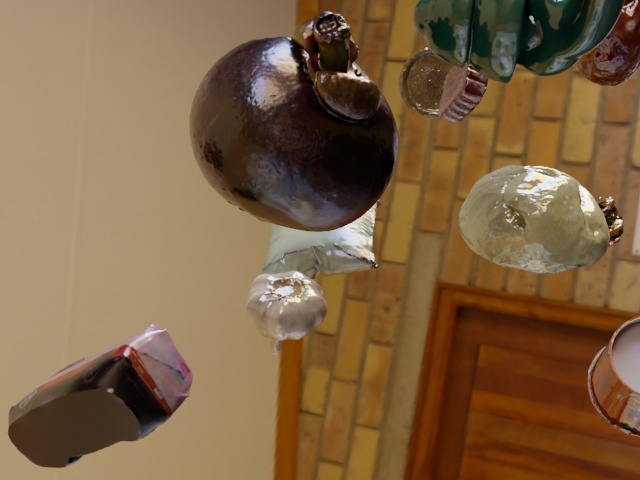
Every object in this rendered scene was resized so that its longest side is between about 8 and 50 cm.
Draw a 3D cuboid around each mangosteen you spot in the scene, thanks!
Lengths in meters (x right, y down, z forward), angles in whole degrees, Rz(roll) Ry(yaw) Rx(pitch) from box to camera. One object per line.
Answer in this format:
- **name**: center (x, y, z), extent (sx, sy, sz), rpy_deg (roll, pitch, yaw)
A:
- **mangosteen**: center (-0.031, -0.162, 1.226), extent (0.297, 0.297, 0.293), rpy_deg (4, -74, -65)

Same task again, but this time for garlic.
- **garlic**: center (-0.087, 0.198, 2.102), extent (0.199, 0.199, 0.225), rpy_deg (-49, -27, -49)

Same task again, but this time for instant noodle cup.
- **instant noodle cup**: center (0.726, 0.292, 1.934), extent (0.192, 0.251, 0.250), rpy_deg (69, -143, -59)

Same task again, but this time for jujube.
- **jujube**: center (0.708, -0.497, 2.122), extent (0.318, 0.223, 0.223), rpy_deg (42, -120, -70)

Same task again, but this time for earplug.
- **earplug**: center (0.261, -0.315, 1.183), extent (0.257, 0.280, 0.163), rpy_deg (44, -129, -72)

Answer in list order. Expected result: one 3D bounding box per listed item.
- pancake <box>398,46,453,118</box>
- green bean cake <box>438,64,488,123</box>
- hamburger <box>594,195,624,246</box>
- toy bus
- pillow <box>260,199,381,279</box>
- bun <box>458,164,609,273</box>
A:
- **pancake**: center (0.306, -0.431, 2.385), extent (0.021, 0.199, 0.199), rpy_deg (-6, -77, -75)
- **green bean cake**: center (0.298, -0.320, 1.794), extent (0.135, 0.056, 0.135), rpy_deg (133, 154, -61)
- **hamburger**: center (0.614, -0.030, 2.107), extent (0.231, 0.231, 0.106), rpy_deg (-38, -70, -56)
- **toy bus**: center (-0.333, 0.241, 1.320), extent (0.127, 0.303, 0.147), rpy_deg (56, -144, -10)
- **pillow**: center (0.000, 0.000, 2.249), extent (0.310, 0.313, 0.119), rpy_deg (-83, -18, -53)
- **bun**: center (0.359, -0.050, 1.490), extent (0.259, 0.259, 0.159), rpy_deg (-37, -51, -56)
